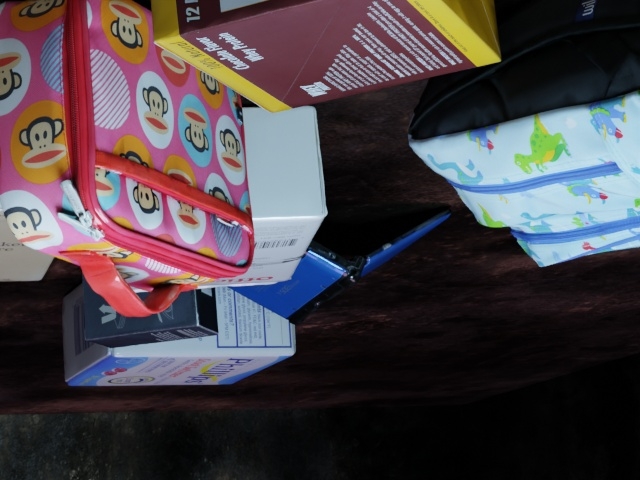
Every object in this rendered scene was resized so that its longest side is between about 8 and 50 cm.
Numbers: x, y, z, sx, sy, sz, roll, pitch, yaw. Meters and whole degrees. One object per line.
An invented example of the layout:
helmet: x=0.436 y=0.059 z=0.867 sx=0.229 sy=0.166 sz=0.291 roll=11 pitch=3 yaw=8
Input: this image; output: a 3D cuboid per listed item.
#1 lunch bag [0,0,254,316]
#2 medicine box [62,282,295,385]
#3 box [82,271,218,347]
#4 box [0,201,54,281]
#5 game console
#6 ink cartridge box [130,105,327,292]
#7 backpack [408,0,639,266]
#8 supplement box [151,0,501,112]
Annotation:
lunch bag: x=-0.165 y=-0.064 z=1.281 sx=0.120 sy=0.258 sz=0.293 roll=-11 pitch=166 yaw=23
medicine box: x=-0.221 y=0.130 z=2.278 sx=0.289 sy=0.149 sz=0.263 roll=2 pitch=165 yaw=-24
box: x=-0.224 y=0.052 z=1.945 sx=0.158 sy=0.155 sz=0.093 roll=-8 pitch=167 yaw=12
box: x=-0.343 y=-0.049 z=1.563 sx=0.148 sy=0.121 sz=0.311 roll=0 pitch=166 yaw=-17
game console: x=0.000 y=0.000 z=2.086 sx=0.250 sy=0.173 sz=0.293 roll=30 pitch=158 yaw=-8
ink cartridge box: x=-0.129 y=-0.040 z=1.657 sx=0.223 sy=0.129 sz=0.307 roll=-3 pitch=166 yaw=-9
backpack: x=0.230 y=-0.119 z=1.179 sx=0.356 sy=0.290 sz=0.273 roll=-4 pitch=137 yaw=42
supplement box: x=0.005 y=-0.195 z=1.077 sx=0.194 sy=0.129 sz=0.191 roll=-11 pitch=165 yaw=22
